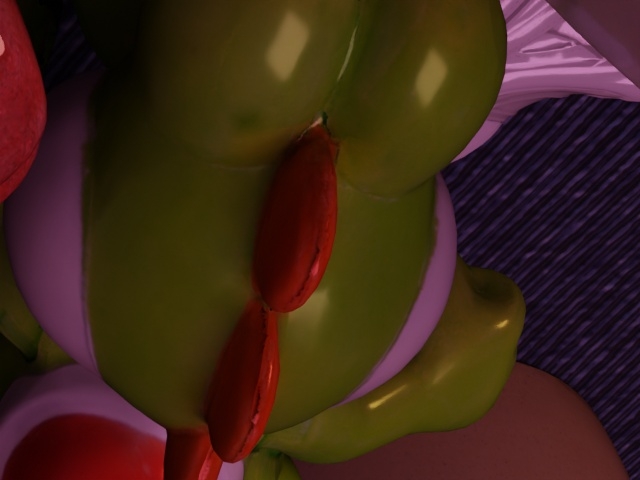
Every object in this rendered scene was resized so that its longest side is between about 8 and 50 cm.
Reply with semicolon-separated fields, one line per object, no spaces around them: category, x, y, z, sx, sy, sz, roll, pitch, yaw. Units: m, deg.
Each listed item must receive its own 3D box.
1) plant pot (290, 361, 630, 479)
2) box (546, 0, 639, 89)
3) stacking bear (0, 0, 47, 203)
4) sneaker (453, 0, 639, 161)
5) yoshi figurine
plant pot;0.043;0.218;0.846;0.284;0.191;0.284;-15;136;-15
box;0.217;-0.110;0.567;0.311;0.148;0.121;-19;144;-41
stacking bear;-0.038;-0.170;0.430;0.289;0.164;0.175;-42;132;-24
sneaker;0.076;-0.101;0.640;0.232;0.090;0.115;-23;134;-9
yoshi figurine;-0.042;-0.001;0.590;0.203;0.203;0.362;-21;158;-34
